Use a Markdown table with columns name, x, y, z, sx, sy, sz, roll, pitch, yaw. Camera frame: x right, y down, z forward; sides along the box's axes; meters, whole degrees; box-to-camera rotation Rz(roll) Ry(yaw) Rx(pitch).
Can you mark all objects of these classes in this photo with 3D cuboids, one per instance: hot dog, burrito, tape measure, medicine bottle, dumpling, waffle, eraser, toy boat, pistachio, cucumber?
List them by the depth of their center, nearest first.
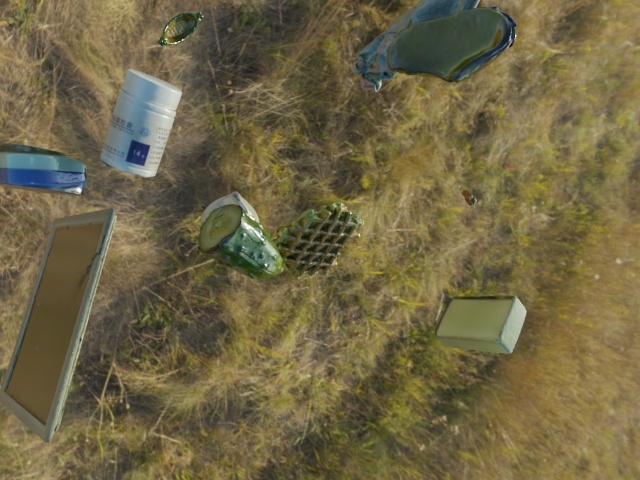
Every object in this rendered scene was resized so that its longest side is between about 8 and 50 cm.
| name | x | y | z | sx | sy | sz | roll | pitch | yaw |
| --- | --- | --- | --- | --- | --- | --- | --- | --- | --- |
| pistachio | 0.181 | -0.267 | 0.584 | 0.049 | 0.173 | 0.089 | -64 | 144 | -68 |
| burrito | 0.203 | -0.433 | 0.857 | 0.309 | 0.066 | 0.096 | -36 | 102 | 21 |
| eraser | 0.348 | 0.181 | 0.911 | 0.058 | 0.172 | 0.117 | 44 | 62 | -20 |
| cucumber | -0.163 | 0.024 | 0.976 | 0.244 | 0.134 | 0.134 | 41 | 74 | -45 |
| waffle | -0.008 | 0.006 | 1.310 | 0.301 | 0.058 | 0.282 | -39 | 139 | 14 |
| hot dog | 0.514 | -0.149 | 1.425 | 0.037 | 0.122 | 0.049 | -32 | 102 | 15 |
| tape measure | -0.985 | -0.242 | 1.437 | 0.262 | 0.260 | 0.138 | 7 | 87 | -65 |
| medicine bottle | -0.625 | -0.408 | 1.451 | 0.190 | 0.190 | 0.332 | 13 | 105 | -40 |
| dumpling | -0.315 | -0.037 | 1.525 | 0.260 | 0.341 | 0.181 | 53 | 32 | -11 |
| toy boat | -0.572 | -0.853 | 1.675 | 0.229 | 0.088 | 0.089 | -47 | 133 | -17 |

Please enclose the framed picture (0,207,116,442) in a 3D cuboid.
| name | x | y | z | sx | sy | sz | roll | pitch | yaw |
| --- | --- | --- | --- | --- | --- | --- | --- | --- | --- |
| framed picture | -0.378 | 0.102 | 0.596 | 0.019 | 0.232 | 0.296 | 24 | 72 | -46 |
